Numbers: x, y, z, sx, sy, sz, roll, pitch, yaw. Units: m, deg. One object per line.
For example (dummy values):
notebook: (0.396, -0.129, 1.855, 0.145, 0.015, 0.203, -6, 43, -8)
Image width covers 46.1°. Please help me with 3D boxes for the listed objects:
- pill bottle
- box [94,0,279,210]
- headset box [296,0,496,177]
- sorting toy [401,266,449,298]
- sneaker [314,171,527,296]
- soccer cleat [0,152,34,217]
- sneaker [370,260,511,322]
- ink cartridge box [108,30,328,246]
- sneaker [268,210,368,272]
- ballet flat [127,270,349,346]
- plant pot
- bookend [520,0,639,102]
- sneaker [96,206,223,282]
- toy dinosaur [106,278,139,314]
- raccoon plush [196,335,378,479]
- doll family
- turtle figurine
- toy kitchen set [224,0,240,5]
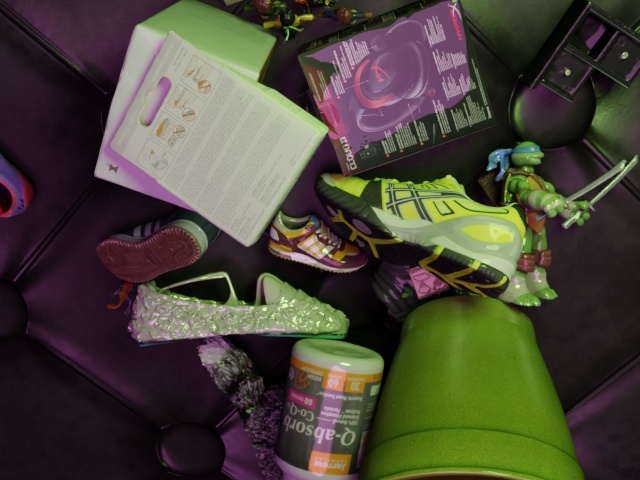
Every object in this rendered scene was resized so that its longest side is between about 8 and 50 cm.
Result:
pill bottle: (0.009, 0.318, 1.285, 0.162, 0.162, 0.278, 9, 93, -2)
box: (-0.184, -0.215, 1.120, 0.168, 0.345, 0.215, 20, 113, -7)
headset box: (0.109, -0.249, 1.223, 0.293, 0.110, 0.218, -19, 111, 10)
sorting toy: (0.177, 0.072, 1.318, 0.083, 0.012, 0.062, -19, 106, 9)
sneaker: (0.162, -0.039, 1.256, 0.385, 0.147, 0.145, 25, 161, 27)
soccer cleat: (-0.603, -0.143, 1.299, 0.083, 0.095, 0.248, -36, 108, 16)
sneaker: (0.223, 0.109, 1.385, 0.296, 0.104, 0.147, 35, 112, -6)
ink cartridge box: (-0.131, -0.128, 0.952, 0.225, 0.056, 0.181, 36, 110, 4)
sneaker: (0.000, 0.000, 1.357, 0.186, 0.069, 0.083, 11, 119, -4)
ballet flat: (-0.146, 0.122, 1.374, 0.409, 0.147, 0.147, -1, 114, -7)
plant pot: (0.243, 0.295, 1.246, 0.367, 0.353, 0.366, 4, 140, 4)
bookend: (0.439, -0.283, 1.219, 0.156, 0.072, 0.157, 29, 112, -11)
sneaker: (-0.274, -0.014, 1.356, 0.282, 0.153, 0.099, -11, 119, 40)
toy dinosaur: (-0.371, 0.093, 1.401, 0.047, 0.082, 0.090, 16, 112, -5)
raccoon plush: (0.003, 0.314, 1.431, 0.299, 0.216, 0.446, -33, 109, 6)
doll family: (-0.019, -0.356, 1.174, 0.193, 0.111, 0.076, -12, 99, 5)
turtle figurine: (0.400, -0.024, 1.252, 0.275, 0.198, 0.266, 6, 101, 4)
toy kitchen set: (-0.158, -0.401, 1.184, 0.083, 0.075, 0.068, -15, 113, 13)
